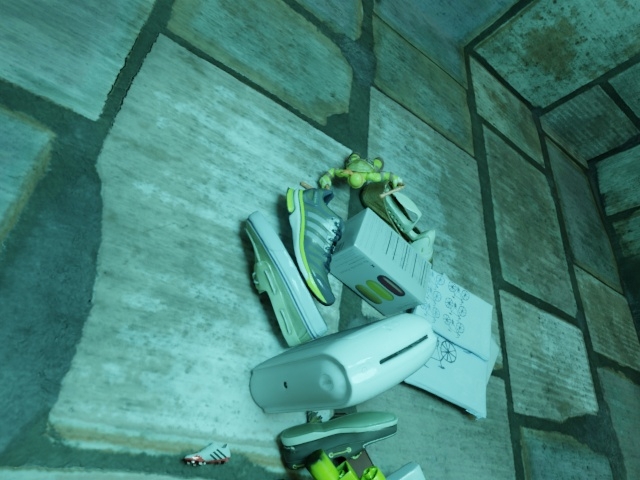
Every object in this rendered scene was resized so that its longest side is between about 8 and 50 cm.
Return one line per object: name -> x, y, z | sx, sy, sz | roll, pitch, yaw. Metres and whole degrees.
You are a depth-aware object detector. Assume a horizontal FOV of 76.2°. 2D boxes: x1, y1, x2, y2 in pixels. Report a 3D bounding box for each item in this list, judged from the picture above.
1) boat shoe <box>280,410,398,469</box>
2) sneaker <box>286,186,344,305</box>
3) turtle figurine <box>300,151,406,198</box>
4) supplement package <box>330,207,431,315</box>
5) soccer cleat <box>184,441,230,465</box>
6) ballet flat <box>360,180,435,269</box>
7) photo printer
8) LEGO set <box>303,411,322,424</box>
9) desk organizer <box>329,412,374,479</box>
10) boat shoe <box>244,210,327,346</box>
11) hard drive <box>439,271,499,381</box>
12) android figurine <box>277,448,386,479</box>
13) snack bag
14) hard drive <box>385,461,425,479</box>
boat shoe -> 0.041, 0.385, 0.788 | 0.228, 0.081, 0.068 | -9, 85, -3
sneaker -> 0.000, 0.000, 0.925 | 0.122, 0.111, 0.299 | -13, 69, 2
turtle figurine -> 0.094, -0.186, 1.098 | 0.217, 0.270, 0.087 | -63, 151, -63
supplement package -> 0.145, 0.060, 1.037 | 0.244, 0.139, 0.133 | 39, 49, -18
soccer cleat -> -0.192, 0.363, 0.697 | 0.083, 0.029, 0.035 | 20, 49, -35
ballet flat -> 0.252, -0.035, 1.180 | 0.116, 0.124, 0.342 | -36, 94, -43
photo printer -> 0.048, 0.228, 0.764 | 0.256, 0.308, 0.107 | -11, 77, -43
LEGO set -> -0.014, 0.383, 0.838 | 0.054, 0.023, 0.083 | 23, 71, -14
desk organizer -> 0.056, 0.433, 0.851 | 0.050, 0.047, 0.130 | -24, 84, -38
boat shoe -> -0.093, 0.080, 0.861 | 0.094, 0.109, 0.302 | -29, 81, -5
hard drive -> 0.413, 0.273, 1.221 | 0.307, 0.040, 0.203 | 53, 47, -7
android figurine -> 0.032, 0.516, 0.714 | 0.248, 0.056, 0.272 | -34, 90, -8
snack bag -> 0.363, 0.276, 1.129 | 0.323, 0.037, 0.342 | 31, 58, -22
hard drive -> 0.168, 0.663, 0.790 | 0.233, 0.047, 0.352 | -20, 82, -23
